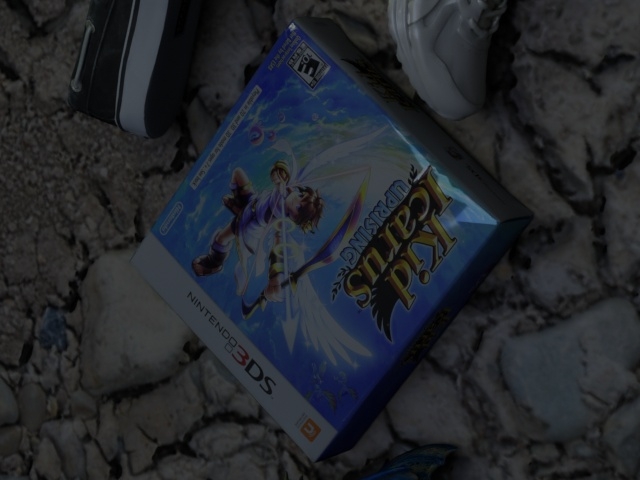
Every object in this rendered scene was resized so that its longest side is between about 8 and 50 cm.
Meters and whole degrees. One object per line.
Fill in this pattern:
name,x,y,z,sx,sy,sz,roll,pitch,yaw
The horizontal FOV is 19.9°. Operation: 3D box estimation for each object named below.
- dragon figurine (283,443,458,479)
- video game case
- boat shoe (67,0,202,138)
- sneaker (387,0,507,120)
dragon figurine,0.071,0.211,1.436,0.289,0.085,0.144,-33,78,33
video game case,0.000,0.000,1.473,0.244,0.061,0.269,45,117,19
boat shoe,-0.147,-0.241,1.509,0.105,0.113,0.306,19,116,15
sneaker,0.115,-0.206,1.359,0.115,0.090,0.232,-1,96,30
